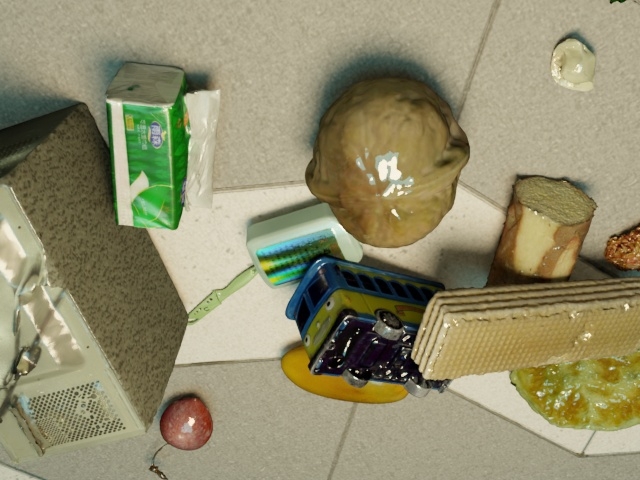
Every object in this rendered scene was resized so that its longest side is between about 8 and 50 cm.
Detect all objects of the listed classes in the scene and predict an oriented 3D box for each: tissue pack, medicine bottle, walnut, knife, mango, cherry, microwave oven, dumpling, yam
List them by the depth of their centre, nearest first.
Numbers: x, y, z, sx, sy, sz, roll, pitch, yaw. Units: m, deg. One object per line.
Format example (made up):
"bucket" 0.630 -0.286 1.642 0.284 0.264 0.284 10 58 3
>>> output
"walnut" 0.099 -0.113 1.134 0.248 0.248 0.249 1 123 1
"dumpling" 0.377 -0.259 1.145 0.076 0.057 0.052 25 85 -43
"tissue pack" -0.233 -0.140 1.169 0.156 0.148 0.209 5 122 -2
"microwave oven" -0.419 0.066 1.183 0.236 0.374 0.432 -15 117 12
"yam" 0.356 0.024 1.279 0.128 0.129 0.238 -7 128 -23
"medicine bottle" 0.000 0.000 1.292 0.228 0.083 0.121 -16 129 13
"knife" -0.181 0.099 1.402 0.207 0.014 0.030 -38 116 24
"mango" 0.051 0.234 1.429 0.253 0.113 0.139 6 131 6
"cherry" -0.279 0.402 1.556 0.106 0.090 0.226 15 122 -11

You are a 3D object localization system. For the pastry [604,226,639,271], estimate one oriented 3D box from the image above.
"pastry" 0.566 0.007 1.296 0.169 0.063 0.087 -29 120 17

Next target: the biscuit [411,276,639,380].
"biscuit" 0.352 0.137 1.225 0.425 0.078 0.144 -3 127 -21

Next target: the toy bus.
"toy bus" 0.104 0.146 1.289 0.287 0.175 0.138 14 120 -31

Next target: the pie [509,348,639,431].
"pie" 0.531 0.243 1.444 0.371 0.078 0.297 16 121 -7

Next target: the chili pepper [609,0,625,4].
"chili pepper" 0.302 -0.390 1.043 0.278 0.065 0.122 4 119 -6
